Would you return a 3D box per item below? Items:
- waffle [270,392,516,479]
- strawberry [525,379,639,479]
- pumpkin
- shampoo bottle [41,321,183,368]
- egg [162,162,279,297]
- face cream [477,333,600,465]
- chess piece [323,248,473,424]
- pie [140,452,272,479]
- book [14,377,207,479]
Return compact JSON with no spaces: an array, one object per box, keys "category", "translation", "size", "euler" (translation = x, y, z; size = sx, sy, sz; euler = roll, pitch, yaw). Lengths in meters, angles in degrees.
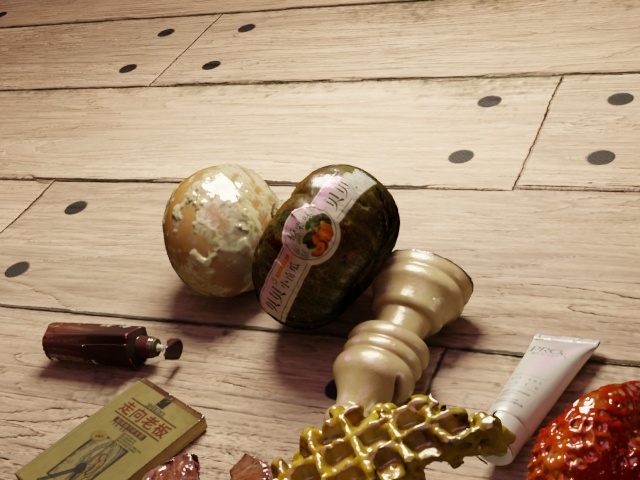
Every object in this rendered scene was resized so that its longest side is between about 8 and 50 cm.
[{"category":"waffle","translation":[0.031,0.255,1.002],"size":[0.260,0.069,0.293],"euler":[-3,35,42]},{"category":"strawberry","translation":[0.332,0.230,1.155],"size":[0.175,0.106,0.236],"euler":[3,38,26]},{"category":"pumpkin","translation":[-0.002,-0.002,1.500],"size":[0.189,0.260,0.260],"euler":[38,55,14]},{"category":"shampoo bottle","translation":[-0.323,0.162,1.565],"size":[0.236,0.067,0.068],"euler":[0,28,23]},{"category":"egg","translation":[-0.158,-0.013,1.635],"size":[0.203,0.203,0.245],"euler":[-8,45,12]},{"category":"face cream","translation":[0.271,0.193,1.287],"size":[0.092,0.058,0.244],"euler":[5,33,36]},{"category":"chess piece","translation":[0.087,0.152,1.381],"size":[0.139,0.124,0.307],"euler":[29,51,8]},{"category":"pie","translation":[-0.146,0.342,1.243],"size":[0.219,0.054,0.204],"euler":[-10,34,9]},{"category":"book","translation":[-0.290,0.292,1.401],"size":[0.231,0.026,0.161],"euler":[-37,39,-29]}]
